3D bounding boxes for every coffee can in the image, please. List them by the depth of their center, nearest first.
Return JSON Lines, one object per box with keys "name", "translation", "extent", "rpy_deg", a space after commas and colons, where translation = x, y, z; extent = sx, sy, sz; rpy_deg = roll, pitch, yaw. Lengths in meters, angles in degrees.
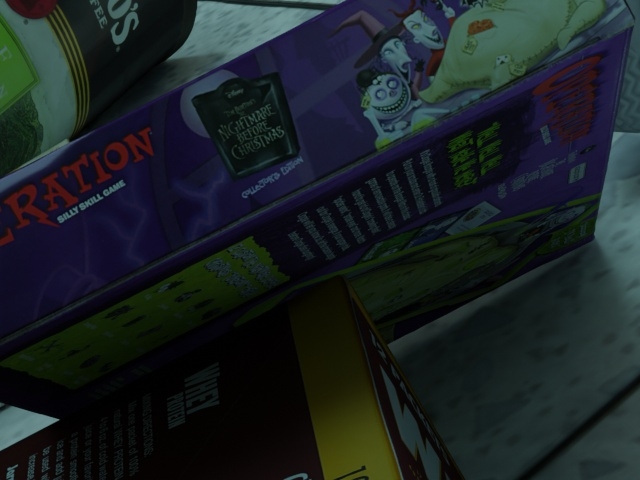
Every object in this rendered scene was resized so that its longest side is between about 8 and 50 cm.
{"name": "coffee can", "translation": [-0.241, -0.125, 1.255], "extent": [0.202, 0.201, 0.275], "rpy_deg": [-3, 35, 47]}

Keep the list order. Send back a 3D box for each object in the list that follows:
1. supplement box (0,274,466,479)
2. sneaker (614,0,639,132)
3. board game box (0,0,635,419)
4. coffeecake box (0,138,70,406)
{"name": "supplement box", "translation": [-0.038, 0.139, 0.553], "extent": [0.194, 0.129, 0.191], "rpy_deg": [-28, 22, 5]}
{"name": "sneaker", "translation": [0.158, -0.128, 0.922], "extent": [0.268, 0.101, 0.153], "rpy_deg": [-38, 23, -34]}
{"name": "board game box", "translation": [0.000, 0.000, 0.664], "extent": [0.208, 0.056, 0.347], "rpy_deg": [-23, -11, 2]}
{"name": "coffeecake box", "translation": [-0.192, 0.038, 1.028], "extent": [0.185, 0.068, 0.142], "rpy_deg": [-30, 24, 0]}
